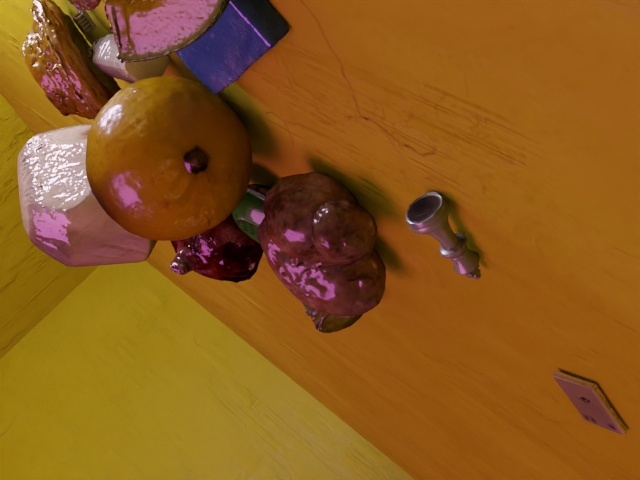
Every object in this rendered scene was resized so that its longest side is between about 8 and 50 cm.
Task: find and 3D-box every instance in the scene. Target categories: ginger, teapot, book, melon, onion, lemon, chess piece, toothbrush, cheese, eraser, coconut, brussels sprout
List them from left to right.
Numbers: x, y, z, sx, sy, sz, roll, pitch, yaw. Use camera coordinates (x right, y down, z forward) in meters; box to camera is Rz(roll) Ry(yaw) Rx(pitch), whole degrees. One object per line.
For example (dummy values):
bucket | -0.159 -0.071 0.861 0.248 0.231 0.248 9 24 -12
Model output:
toothbrush | -0.514 -0.523 1.440 0.025 0.030 0.342 23 153 41
coconut | -0.548 -0.127 2.005 0.415 0.415 0.344 45 154 -3
teapot | -0.345 -0.327 1.455 0.107 0.077 0.200 30 176 -39
lemon | -0.258 -0.138 1.347 0.297 0.297 0.297 40 164 14
melon | -0.158 -0.339 0.869 0.169 0.129 0.265 6 123 21
onion | -0.252 0.001 1.791 0.252 0.219 0.252 33 153 19
eraser | -0.148 -0.293 1.100 0.144 0.042 0.312 48 164 -14
cheese | -0.140 -0.069 1.540 0.320 0.083 0.204 32 163 6
ginger | 0.000 0.000 1.277 0.244 0.155 0.304 40 165 19
brussels sprout | 0.034 0.096 1.520 0.149 0.122 0.151 58 -165 -26
chess piece | 0.175 0.003 1.054 0.149 0.059 0.059 46 166 -32
book | 0.398 0.238 1.164 0.111 0.014 0.077 51 161 -24

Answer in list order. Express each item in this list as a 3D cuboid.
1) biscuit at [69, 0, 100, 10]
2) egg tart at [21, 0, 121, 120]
biscuit | -0.448 -0.486 1.347 0.220 0.033 0.220 37 156 19
egg tart | -0.508 -0.345 1.590 0.294 0.123 0.294 57 -179 -1
